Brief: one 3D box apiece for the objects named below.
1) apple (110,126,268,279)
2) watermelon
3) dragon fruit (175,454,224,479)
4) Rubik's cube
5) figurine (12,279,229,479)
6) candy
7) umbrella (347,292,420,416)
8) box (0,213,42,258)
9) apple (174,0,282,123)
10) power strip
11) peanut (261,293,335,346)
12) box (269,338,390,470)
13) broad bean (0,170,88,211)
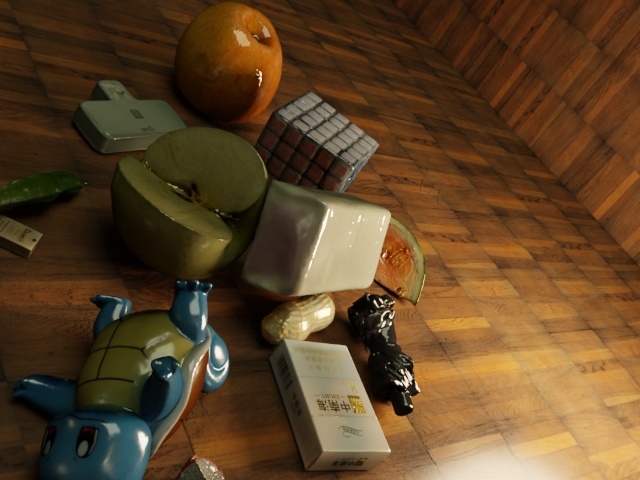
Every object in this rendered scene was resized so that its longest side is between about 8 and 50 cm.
[{"bbox_3d":[-0.254,-0.060,1.406,0.257,0.233,0.295,25,47,12],"label":"apple"},{"bbox_3d":[0.169,0.007,1.826,0.303,0.128,0.159,41,31,9],"label":"watermelon"},{"bbox_3d":[-0.175,0.362,1.078,0.083,0.056,0.060,53,12,15],"label":"dragon fruit"},{"bbox_3d":[-0.032,-0.190,1.796,0.238,0.237,0.237,37,29,1],"label":"Rubik's cube"},{"bbox_3d":[-0.275,0.193,1.084,0.297,0.243,0.416,-3,19,21],"label":"figurine"},{"bbox_3d":[0.001,0.003,1.500,0.145,0.208,0.358,21,7,26],"label":"candy"},{"bbox_3d":[0.138,0.236,1.514,0.110,0.122,0.272,-18,51,-1],"label":"umbrella"},{"bbox_3d":[-0.531,-0.008,1.264,0.083,0.024,0.053,30,31,-12],"label":"box"},{"bbox_3d":[-0.236,-0.479,1.963,0.299,0.275,0.299,30,32,-21],"label":"apple"},{"bbox_3d":[-0.451,-0.290,1.691,0.194,0.059,0.265,51,33,16],"label":"power strip"},{"bbox_3d":[-0.041,0.156,1.459,0.087,0.087,0.206,46,31,16],"label":"peanut"},{"bbox_3d":[0.013,0.298,1.336,0.155,0.067,0.243,10,39,-34],"label":"box"},{"bbox_3d":[-0.544,-0.088,1.314,0.098,0.056,0.318,23,22,29],"label":"broad bean"}]
